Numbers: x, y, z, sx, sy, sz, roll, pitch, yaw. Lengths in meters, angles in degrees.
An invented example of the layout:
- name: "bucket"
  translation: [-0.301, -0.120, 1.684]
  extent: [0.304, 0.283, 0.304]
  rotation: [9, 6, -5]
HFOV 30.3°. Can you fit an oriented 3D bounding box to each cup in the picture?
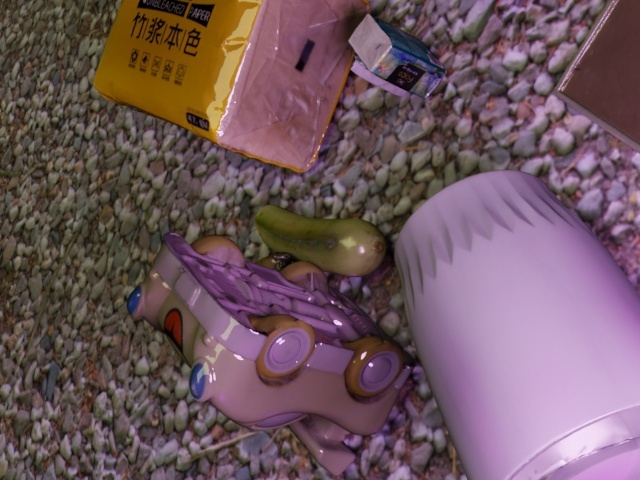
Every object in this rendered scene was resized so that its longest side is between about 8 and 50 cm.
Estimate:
- name: "cup"
  translation: [0.232, 0.118, 1.261]
  extent: [0.253, 0.253, 0.372]
  rotation: [-45, 47, 26]

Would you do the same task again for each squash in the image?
- name: "squash"
  translation: [0.000, 0.000, 1.679]
  extent: [0.250, 0.083, 0.083]
  rotation: [13, 86, 51]

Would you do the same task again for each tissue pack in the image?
- name: "tissue pack"
  translation: [-0.148, -0.301, 1.824]
  extent: [0.382, 0.228, 0.293]
  rotation: [26, 98, 49]
- name: "tissue pack"
  translation: [0.099, -0.246, 1.632]
  extent: [0.079, 0.111, 0.085]
  rotation: [-51, 45, 22]

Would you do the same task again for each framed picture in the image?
- name: "framed picture"
  translation: [0.399, -0.240, 1.379]
  extent: [0.189, 0.023, 0.260]
  rotation: [44, 109, 45]

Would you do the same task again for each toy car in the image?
- name: "toy car"
  translation: [-0.074, 0.153, 1.509]
  extent: [0.242, 0.336, 0.226]
  rotation: [43, 110, 45]

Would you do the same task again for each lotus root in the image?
- name: "lotus root"
  translation: [-0.076, 0.092, 1.702]
  extent: [0.089, 0.080, 0.179]
  rotation: [43, 129, 36]
